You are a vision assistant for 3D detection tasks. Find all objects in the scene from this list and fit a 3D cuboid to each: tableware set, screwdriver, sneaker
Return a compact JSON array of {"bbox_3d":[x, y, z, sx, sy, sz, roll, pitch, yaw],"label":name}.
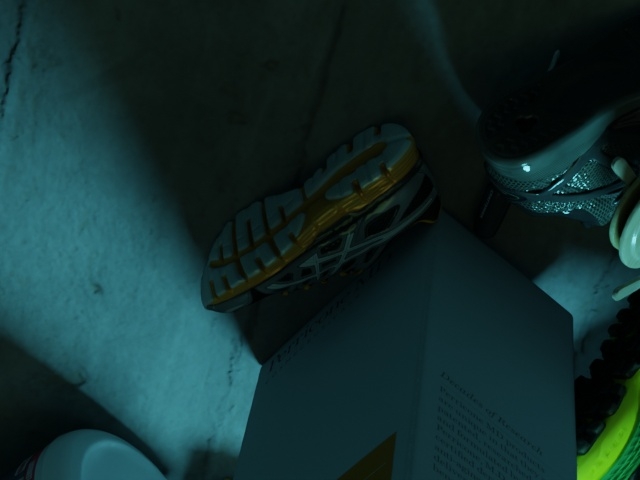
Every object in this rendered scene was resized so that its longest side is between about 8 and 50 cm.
[{"bbox_3d":[0.278,-0.042,1.378,0.194,0.039,0.128,-23,137,-36],"label":"tableware set"},{"bbox_3d":[0.154,-0.071,1.425,0.024,0.025,0.170,12,126,-13],"label":"screwdriver"},{"bbox_3d":[0.000,0.000,1.433,0.215,0.084,0.083,-32,128,17],"label":"sneaker"},{"bbox_3d":[0.227,-0.090,1.386,0.227,0.087,0.130,-29,150,-4],"label":"sneaker"},{"bbox_3d":[0.286,0.125,1.454,0.146,0.134,0.343,44,84,-16],"label":"sneaker"}]

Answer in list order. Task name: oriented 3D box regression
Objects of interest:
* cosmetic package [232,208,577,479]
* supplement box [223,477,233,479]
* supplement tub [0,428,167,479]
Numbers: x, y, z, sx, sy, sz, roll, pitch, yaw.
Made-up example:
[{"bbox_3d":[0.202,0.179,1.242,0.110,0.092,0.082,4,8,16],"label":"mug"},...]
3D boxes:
[{"bbox_3d":[0.054,0.192,1.334,0.161,0.453,0.230,39,115,-14],"label":"cosmetic package"},{"bbox_3d":[-0.091,0.324,1.670,0.080,0.078,0.233,18,123,-13],"label":"supplement box"},{"bbox_3d":[-0.252,0.300,1.568,0.272,0.191,0.191,-34,122,19],"label":"supplement tub"}]
